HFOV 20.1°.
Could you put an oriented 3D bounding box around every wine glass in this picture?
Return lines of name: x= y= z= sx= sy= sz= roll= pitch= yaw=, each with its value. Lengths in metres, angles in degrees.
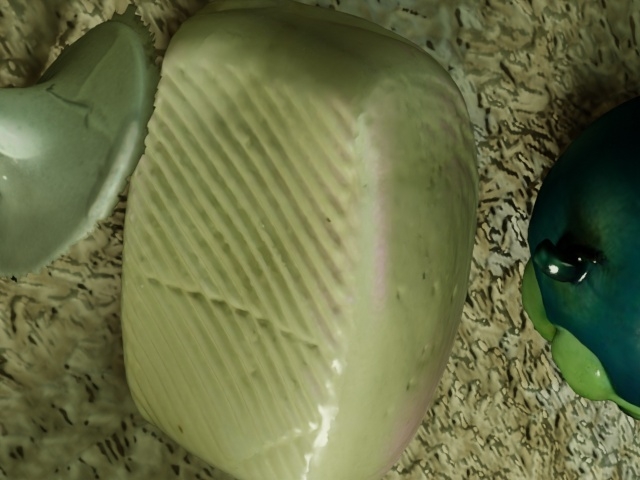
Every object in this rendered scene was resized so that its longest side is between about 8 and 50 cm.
wine glass: x=-0.229 y=-0.091 z=0.753 sx=0.321 sy=0.143 sz=0.143 roll=22 pitch=95 yaw=-31

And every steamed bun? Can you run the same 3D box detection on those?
steamed bun: x=0.000 y=0.000 z=0.901 sx=0.152 sy=0.170 sz=0.239 roll=-10 pitch=115 yaw=-51

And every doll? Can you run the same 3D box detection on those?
doll: x=0.245 y=0.009 z=1.019 sx=0.322 sy=0.198 sz=0.186 roll=-4 pitch=138 yaw=-37
